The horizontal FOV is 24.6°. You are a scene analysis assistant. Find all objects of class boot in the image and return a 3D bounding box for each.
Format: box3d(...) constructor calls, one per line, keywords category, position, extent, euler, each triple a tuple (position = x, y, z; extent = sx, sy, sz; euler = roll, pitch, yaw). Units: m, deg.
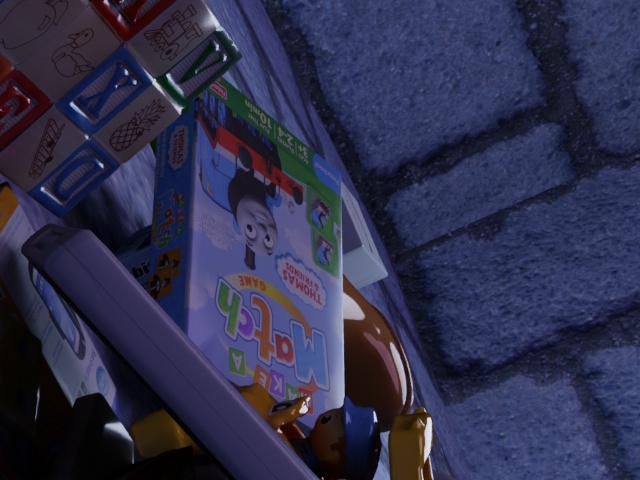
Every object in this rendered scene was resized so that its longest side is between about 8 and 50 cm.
box3d(category="boot", position=(-0.012, 0.054, 1.330), extent=(0.283, 0.109, 0.220), euler=(65, 4, 6))

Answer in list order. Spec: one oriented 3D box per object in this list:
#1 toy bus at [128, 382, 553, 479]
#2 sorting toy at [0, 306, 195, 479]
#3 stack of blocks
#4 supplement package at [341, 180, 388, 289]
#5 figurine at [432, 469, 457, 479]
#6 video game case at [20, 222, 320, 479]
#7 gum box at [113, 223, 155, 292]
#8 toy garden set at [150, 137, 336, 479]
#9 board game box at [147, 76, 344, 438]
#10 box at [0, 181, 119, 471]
box3d(category="toy bus", position=(0.026, 0.159, 0.782), extent=(0.220, 0.211, 0.149), euler=(65, 7, 4))
box3d(category="sorting toy", position=(-0.072, 0.143, 0.623), extent=(0.132, 0.046, 0.274), euler=(-81, 148, -57))
box3d(category="stack of blocks", position=(-0.130, -0.138, 0.632), extent=(0.087, 0.171, 0.297), euler=(49, -2, 22))
box3d(category="supplement package", position=(0.000, 0.000, 1.685), extent=(0.179, 0.105, 0.105), euler=(44, 23, -74))
box3d(category="figurine", position=(0.060, 0.249, 0.954), extent=(0.209, 0.092, 0.215), euler=(4, 37, -46))
box3d(category="video game case", position=(-0.040, 0.077, 0.601), extent=(0.212, 0.023, 0.193), euler=(49, -9, -10))
box3d(category="gum box", position=(-0.078, 0.080, 0.970), extent=(0.157, 0.041, 0.184), euler=(-82, 149, -81))
box3d(category="toy garden set", position=(-0.035, 0.053, 1.057), extent=(0.244, 0.049, 0.204), euler=(65, 0, -64))
box3d(category="board game box", position=(-0.043, 0.013, 0.928), extent=(0.160, 0.039, 0.211), euler=(36, 44, -45))
box3d(category="box", position=(-0.133, 0.046, 0.688), extent=(0.081, 0.028, 0.136), euler=(-95, 163, -73))
